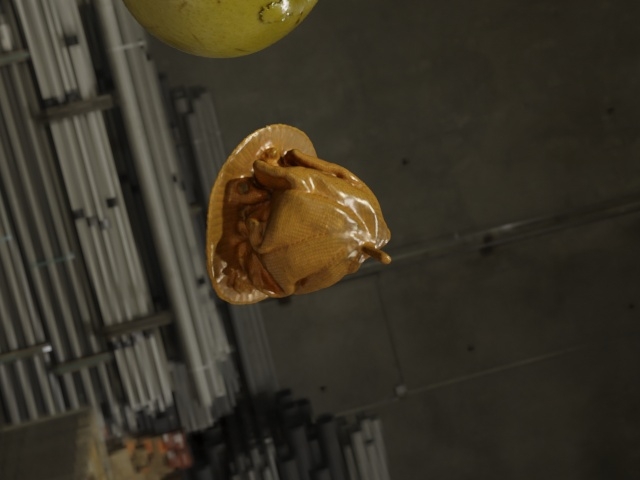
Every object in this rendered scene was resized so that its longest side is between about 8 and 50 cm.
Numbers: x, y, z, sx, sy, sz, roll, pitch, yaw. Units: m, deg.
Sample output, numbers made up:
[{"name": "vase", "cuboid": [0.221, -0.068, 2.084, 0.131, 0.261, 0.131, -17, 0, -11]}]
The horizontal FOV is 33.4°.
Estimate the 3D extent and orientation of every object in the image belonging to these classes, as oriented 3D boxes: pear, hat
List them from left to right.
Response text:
[{"name": "pear", "cuboid": [-0.144, -0.434, 1.561, 0.348, 0.348, 0.348, 166, -90, -84]}, {"name": "hat", "cuboid": [0.000, 0.000, 1.376, 0.233, 0.244, 0.233, 22, -23, 44]}]
